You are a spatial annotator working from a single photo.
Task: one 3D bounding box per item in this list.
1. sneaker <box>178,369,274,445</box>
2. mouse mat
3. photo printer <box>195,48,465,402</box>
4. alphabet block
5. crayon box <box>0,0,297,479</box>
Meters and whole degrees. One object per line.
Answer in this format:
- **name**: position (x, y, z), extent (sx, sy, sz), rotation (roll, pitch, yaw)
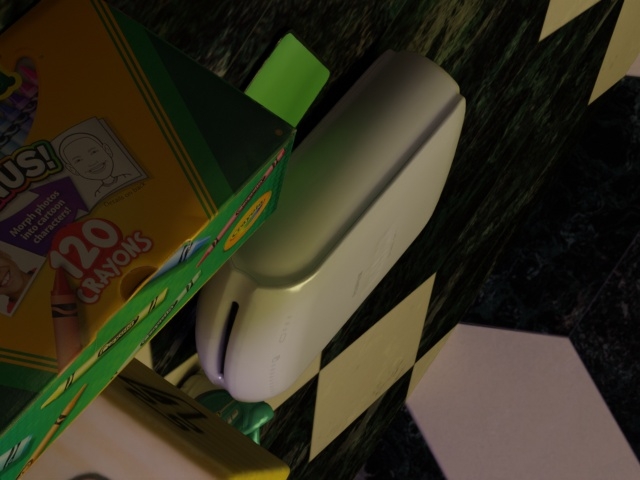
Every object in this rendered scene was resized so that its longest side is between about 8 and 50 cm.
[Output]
- **sneaker**: position (-0.108, 0.265, 1.867), extent (0.107, 0.110, 0.275), rotation (-29, 133, -56)
- **mouse mat**: position (-0.050, -0.095, 1.548), extent (0.152, 0.007, 0.190), rotation (-55, 167, 1)
- **photo printer**: position (0.000, 0.000, 1.737), extent (0.307, 0.107, 0.256), rotation (-49, 166, -28)
- **alphabet block**: position (-0.168, 0.193, 1.405), extent (0.192, 0.197, 0.193), rotation (-56, 168, 5)
- **crayon box**: position (-0.162, 0.000, 1.014), extent (0.278, 0.165, 0.081), rotation (-48, 165, -32)
